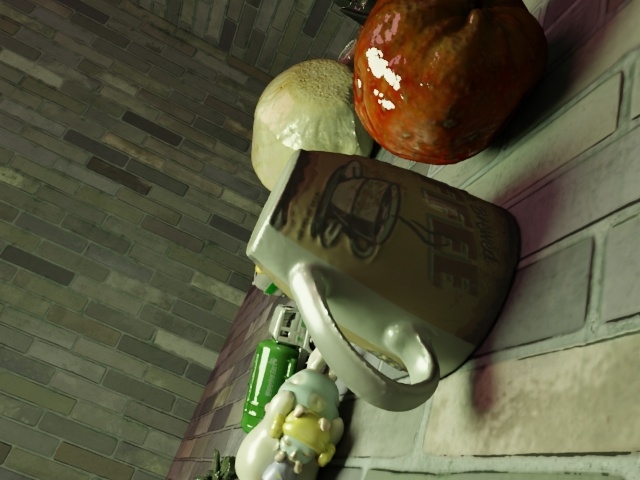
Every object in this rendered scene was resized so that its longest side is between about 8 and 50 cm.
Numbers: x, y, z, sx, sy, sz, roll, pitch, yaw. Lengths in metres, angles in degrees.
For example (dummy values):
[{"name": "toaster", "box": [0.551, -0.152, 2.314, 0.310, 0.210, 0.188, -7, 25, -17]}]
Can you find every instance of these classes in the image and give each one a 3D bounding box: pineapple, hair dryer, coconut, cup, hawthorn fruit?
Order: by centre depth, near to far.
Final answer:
[{"name": "cup", "box": [0.047, 0.039, 0.608, 0.301, 0.257, 0.227, -78, 14, -48]}, {"name": "hawthorn fruit", "box": [0.157, -0.226, 0.724, 0.262, 0.258, 0.258, -18, 45, 54]}, {"name": "pineapple", "box": [-0.258, 0.597, 1.216, 0.248, 0.128, 0.128, -61, 8, -16]}, {"name": "coconut", "box": [-0.015, -0.298, 1.568, 0.415, 0.345, 0.415, 22, -90, -81]}, {"name": "hair dryer", "box": [0.210, -0.545, 1.580, 0.344, 0.189, 0.106, -14, 47, 59]}]

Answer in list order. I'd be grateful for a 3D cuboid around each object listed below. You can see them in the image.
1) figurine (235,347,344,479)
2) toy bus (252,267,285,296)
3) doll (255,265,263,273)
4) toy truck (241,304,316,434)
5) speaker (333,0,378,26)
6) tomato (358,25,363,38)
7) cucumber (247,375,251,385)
[{"name": "figurine", "box": [-0.026, 0.261, 0.807, 0.235, 0.127, 0.155, -62, -9, -5]}, {"name": "toy bus", "box": [-0.113, 0.057, 1.756, 0.305, 0.143, 0.179, -47, 22, 59]}, {"name": "doll", "box": [-0.030, -0.016, 1.304, 0.167, 0.162, 0.270, -3, 19, 39]}, {"name": "toy truck", "box": [-0.062, 0.236, 0.985, 0.101, 0.125, 0.242, 163, 121, -78]}, {"name": "speaker", "box": [0.202, -0.607, 1.334, 0.232, 0.254, 0.184, -61, 34, 15]}, {"name": "tomato", "box": [0.213, -0.697, 1.887, 0.309, 0.170, 0.309, -59, 11, 20]}, {"name": "cucumber", "box": [-0.171, 0.364, 1.587, 0.033, 0.034, 0.134, 129, 165, -71]}]
